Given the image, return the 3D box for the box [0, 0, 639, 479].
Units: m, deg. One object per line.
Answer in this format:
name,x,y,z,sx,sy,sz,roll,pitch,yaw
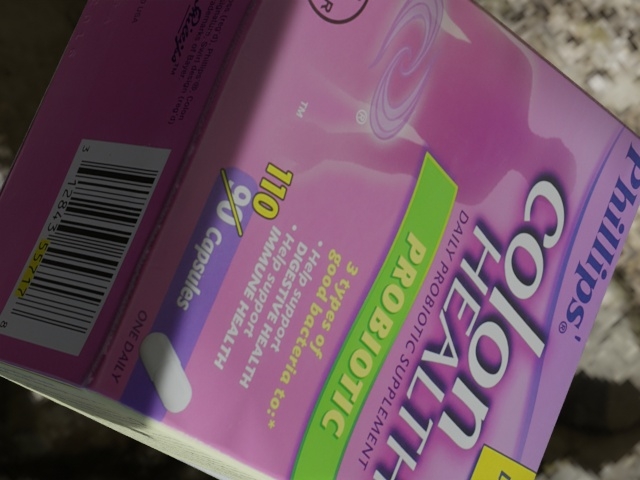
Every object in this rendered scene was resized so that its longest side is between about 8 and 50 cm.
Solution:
box,0.000,0.000,0.730,0.117,0.213,0.243,10,163,48
